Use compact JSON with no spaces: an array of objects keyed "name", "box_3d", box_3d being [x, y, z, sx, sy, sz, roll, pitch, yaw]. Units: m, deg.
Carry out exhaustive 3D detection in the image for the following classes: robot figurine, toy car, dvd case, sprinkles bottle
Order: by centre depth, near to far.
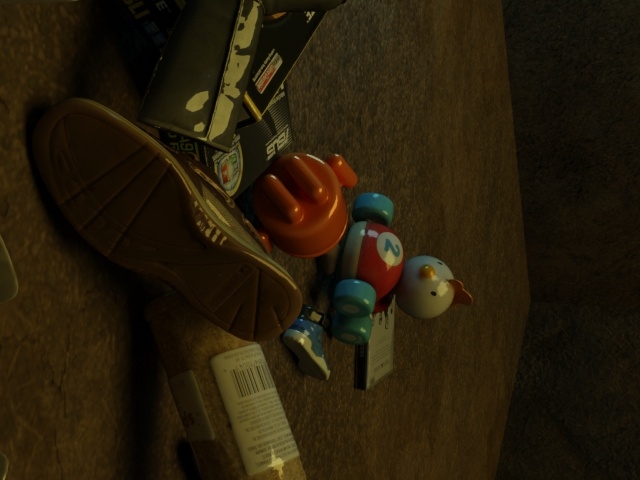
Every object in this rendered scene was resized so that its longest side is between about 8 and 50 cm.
[{"name":"sprinkles bottle","box_3d":[-0.093,0.222,1.166,0.121,0.121,0.355,3,65,-70]},{"name":"robot figurine","box_3d":[-0.024,-0.048,1.461,0.219,0.128,0.158,68,34,-73]},{"name":"toy car","box_3d":[0.155,0.065,1.789,0.210,0.238,0.219,92,10,-59]},{"name":"dvd case","box_3d":[0.112,0.165,2.034,0.179,0.029,0.239,-11,104,-69]}]

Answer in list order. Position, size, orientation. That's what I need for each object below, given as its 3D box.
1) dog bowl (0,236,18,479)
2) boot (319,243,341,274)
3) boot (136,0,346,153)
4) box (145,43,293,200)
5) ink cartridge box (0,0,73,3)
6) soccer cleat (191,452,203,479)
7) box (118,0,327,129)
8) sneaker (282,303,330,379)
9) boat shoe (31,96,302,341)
[{"name":"dog bowl","box_3d":[-0.345,0.103,0.683,0.349,0.102,0.349,3,90,-70]},{"name":"boot","box_3d":[0.000,0.000,1.698,0.087,0.042,0.118,-1,93,-63]},{"name":"boot","box_3d":[-0.075,-0.191,1.034,0.076,0.189,0.209,171,-70,-69]},{"name":"box","box_3d":[-0.119,-0.182,1.307,0.270,0.060,0.216,-51,139,-58]},{"name":"ink cartridge box","box_3d":[-0.248,-0.301,0.798,0.092,0.160,0.219,-42,131,-62]},{"name":"soccer cleat","box_3d":[-0.104,0.371,1.380,0.318,0.108,0.116,70,34,-51]},{"name":"box","box_3d":[-0.108,-0.315,1.173,0.257,0.079,0.322,54,38,-25]},{"name":"sneaker","box_3d":[-0.009,0.162,1.661,0.085,0.058,0.152,-65,145,-27]},{"name":"boat shoe","box_3d":[-0.156,-0.031,1.069,0.342,0.123,0.123,40,16,-26]}]
